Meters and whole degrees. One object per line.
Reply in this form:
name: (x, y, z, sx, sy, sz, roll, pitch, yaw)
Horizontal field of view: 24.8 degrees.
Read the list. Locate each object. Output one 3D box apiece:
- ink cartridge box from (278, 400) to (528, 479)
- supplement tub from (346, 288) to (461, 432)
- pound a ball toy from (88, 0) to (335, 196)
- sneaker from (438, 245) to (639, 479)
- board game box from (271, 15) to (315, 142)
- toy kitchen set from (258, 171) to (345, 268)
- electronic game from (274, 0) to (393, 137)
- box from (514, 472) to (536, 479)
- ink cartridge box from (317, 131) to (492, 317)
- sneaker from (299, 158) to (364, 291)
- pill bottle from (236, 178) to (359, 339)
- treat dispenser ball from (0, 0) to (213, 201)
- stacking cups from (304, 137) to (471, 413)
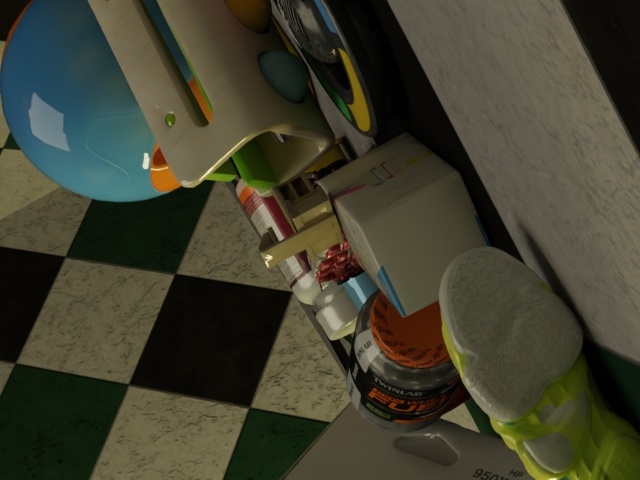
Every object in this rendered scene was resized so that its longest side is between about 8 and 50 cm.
ink cartridge box: (0.155, 0.385, 1.568, 0.285, 0.166, 0.395, 12, 137, 46)
supplement tub: (0.088, 0.110, 1.441, 0.117, 0.117, 0.190, 59, 165, 20)
pound a ball toy: (-0.086, -0.203, 1.380, 0.208, 0.136, 0.319, 6, -128, -54)
sneaker: (0.156, 0.116, 1.044, 0.240, 0.091, 0.126, 59, 175, 4)
board game box: (-0.054, -0.188, 1.654, 0.141, 0.048, 0.170, 59, 175, 28)
toy kitchen set: (-0.031, -0.025, 1.205, 0.075, 0.068, 0.083, 60, 176, 27)
electronic game: (-0.006, -0.187, 1.199, 0.229, 0.048, 0.229, 60, 175, 8)
box: (0.215, 0.395, 1.296, 0.345, 0.215, 0.168, 64, 174, -35)
ink cartridge box: (0.066, -0.018, 1.182, 0.092, 0.090, 0.143, 63, 174, -23)
sneaker: (0.024, -0.027, 1.392, 0.112, 0.121, 0.299, 62, 175, 4)
pill bottle: (0.000, 0.000, 1.754, 0.221, 0.121, 0.121, 59, 175, 11)
treat dispenser ball: (-0.238, -0.189, 1.749, 0.288, 0.288, 0.288, 60, 175, 9)
stacking cups: (0.064, 0.045, 1.594, 0.316, 0.096, 0.096, 59, 175, -3)
